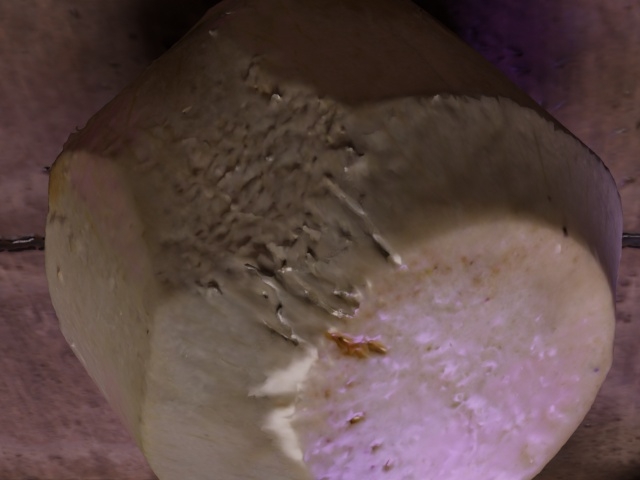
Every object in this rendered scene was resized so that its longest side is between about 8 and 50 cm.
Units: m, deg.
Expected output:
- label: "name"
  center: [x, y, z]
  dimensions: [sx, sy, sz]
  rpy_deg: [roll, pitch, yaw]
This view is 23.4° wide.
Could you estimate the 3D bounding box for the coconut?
- label: "coconut"
  center: [-0.002, 0.003, 0.643]
  dimensions: [0.241, 0.241, 0.241]
  rpy_deg: [3, 147, 2]
